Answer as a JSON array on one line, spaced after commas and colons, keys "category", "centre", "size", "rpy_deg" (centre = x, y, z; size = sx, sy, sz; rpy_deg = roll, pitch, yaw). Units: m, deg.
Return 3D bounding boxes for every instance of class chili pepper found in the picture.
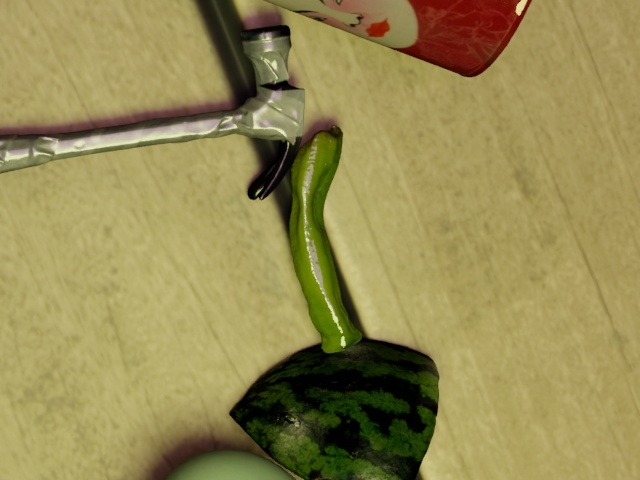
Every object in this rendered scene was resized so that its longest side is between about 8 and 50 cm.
[{"category": "chili pepper", "centre": [0.000, 0.000, 1.721], "size": [0.050, 0.052, 0.202], "rpy_deg": [-3, 96, 33]}]

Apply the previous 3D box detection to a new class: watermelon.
[{"category": "watermelon", "centre": [0.035, 0.153, 1.724], "size": [0.193, 0.137, 0.145], "rpy_deg": [33, 91, 28]}]

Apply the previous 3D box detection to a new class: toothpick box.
[{"category": "toothpick box", "centre": [0.009, -0.285, 1.608], "size": [0.333, 0.204, 0.204], "rpy_deg": [18, 93, -14]}]

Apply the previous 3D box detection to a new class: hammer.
[{"category": "hammer", "centre": [-0.222, -0.091, 1.668], "size": [0.426, 0.044, 0.152], "rpy_deg": [-7, 100, -10]}]

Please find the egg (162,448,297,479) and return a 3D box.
[{"category": "egg", "centre": [-0.068, 0.290, 1.685], "size": [0.168, 0.168, 0.231], "rpy_deg": [-24, 114, -8]}]
